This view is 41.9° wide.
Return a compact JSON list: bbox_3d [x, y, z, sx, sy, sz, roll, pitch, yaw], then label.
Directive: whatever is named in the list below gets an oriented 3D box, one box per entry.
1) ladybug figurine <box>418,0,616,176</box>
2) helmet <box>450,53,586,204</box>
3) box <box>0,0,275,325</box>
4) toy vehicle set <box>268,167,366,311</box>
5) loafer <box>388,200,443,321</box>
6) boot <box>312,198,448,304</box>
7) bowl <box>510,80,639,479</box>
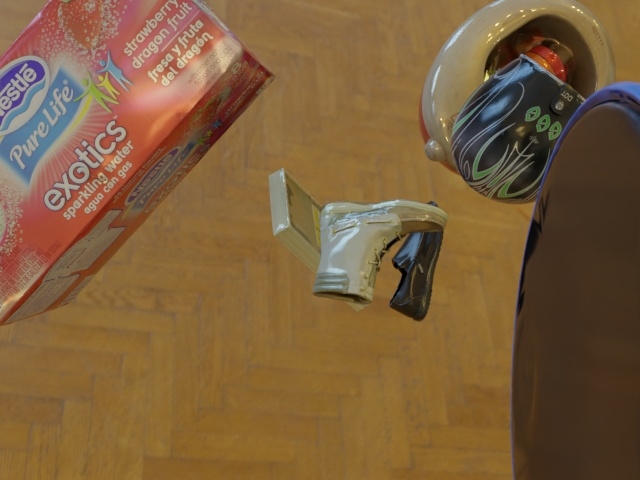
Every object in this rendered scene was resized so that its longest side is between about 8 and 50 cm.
[{"bbox_3d":[0.331,-0.258,1.469,0.449,0.162,0.305,-32,98,-26],"label":"ladybug figurine"},{"bbox_3d":[0.235,-0.122,0.996,0.169,0.161,0.169,35,15,-11],"label":"helmet"},{"bbox_3d":[-0.167,-0.073,0.599,0.123,0.128,0.257,44,97,2],"label":"box"},{"bbox_3d":[0.000,0.000,1.586,0.267,0.035,0.166,44,26,-36],"label":"toy vehicle set"},{"bbox_3d":[0.168,0.032,1.496,0.079,0.080,0.219,11,80,-2],"label":"loafer"},{"bbox_3d":[0.094,0.021,1.331,0.213,0.077,0.165,0,67,18],"label":"boot"},{"bbox_3d":[0.195,0.086,0.529,0.077,0.391,0.390,4,57,0],"label":"bowl"}]
